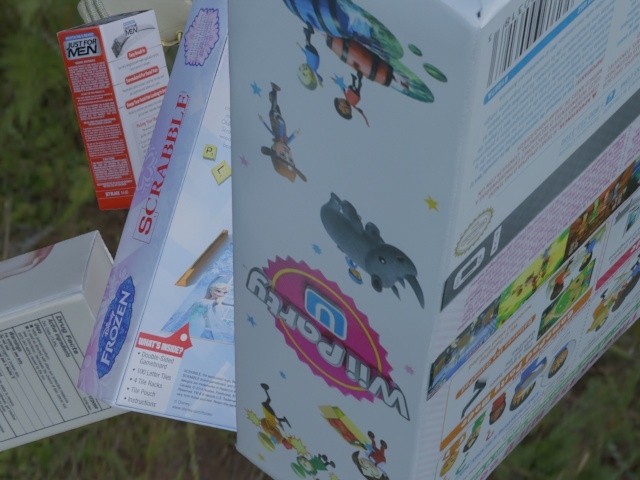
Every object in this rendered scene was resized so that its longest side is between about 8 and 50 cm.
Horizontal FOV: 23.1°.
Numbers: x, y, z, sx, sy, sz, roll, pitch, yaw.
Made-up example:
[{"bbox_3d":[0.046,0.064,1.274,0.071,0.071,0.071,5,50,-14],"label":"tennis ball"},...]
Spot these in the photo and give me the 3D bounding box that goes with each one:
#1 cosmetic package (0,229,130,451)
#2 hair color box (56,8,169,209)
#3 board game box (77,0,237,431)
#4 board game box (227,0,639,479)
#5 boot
[{"bbox_3d":[-0.333,0.118,1.554,0.296,0.153,0.129,-16,28,9],"label":"cosmetic package"},{"bbox_3d":[-0.178,-0.121,1.438,0.053,0.167,0.093,-4,15,28],"label":"hair color box"},{"bbox_3d":[0.000,0.000,1.229,0.319,0.318,0.066,18,0,-37],"label":"board game box"},{"bbox_3d":[0.072,-0.046,0.563,0.097,0.303,0.224,34,58,24],"label":"board game box"},{"bbox_3d":[-0.152,-0.252,1.861,0.262,0.203,0.095,45,29,-1],"label":"boot"}]
